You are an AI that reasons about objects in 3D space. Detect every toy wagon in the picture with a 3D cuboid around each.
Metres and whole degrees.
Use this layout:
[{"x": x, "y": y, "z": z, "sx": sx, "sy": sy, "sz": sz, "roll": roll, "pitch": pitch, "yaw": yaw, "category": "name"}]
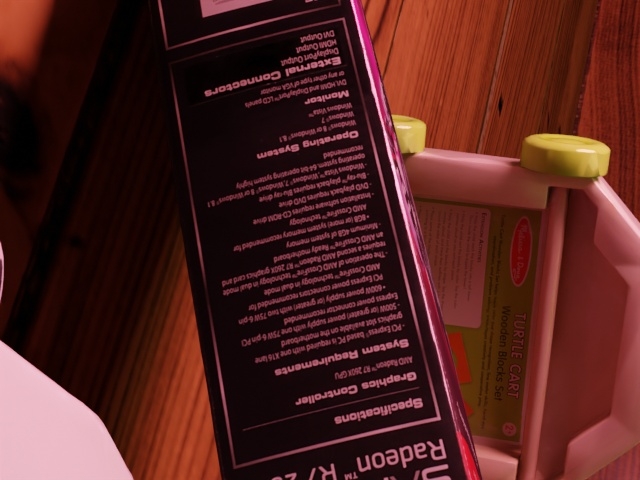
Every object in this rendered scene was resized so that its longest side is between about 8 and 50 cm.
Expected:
[{"x": 0.127, "y": 0.062, "z": 0.898, "sx": 0.068, "sy": 0.344, "sz": 0.267, "roll": -37, "pitch": 133, "yaw": -71, "category": "toy wagon"}]

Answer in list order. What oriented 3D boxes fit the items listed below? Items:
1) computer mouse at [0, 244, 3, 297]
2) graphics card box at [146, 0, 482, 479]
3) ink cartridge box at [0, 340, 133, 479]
[{"x": -0.157, "y": -0.015, "z": 0.411, "sx": 0.193, "sy": 0.042, "sz": 0.106, "roll": 65, "pitch": 31, "yaw": -54, "category": "computer mouse"}, {"x": 0.000, "y": 0.000, "z": 0.627, "sx": 0.233, "sy": 0.094, "sz": 0.371, "roll": 67, "pitch": 9, "yaw": -61, "category": "graphics card box"}, {"x": -0.068, "y": 0.203, "z": 0.323, "sx": 0.385, "sy": 0.091, "sz": 0.308, "roll": 44, "pitch": 33, "yaw": -36, "category": "ink cartridge box"}]
